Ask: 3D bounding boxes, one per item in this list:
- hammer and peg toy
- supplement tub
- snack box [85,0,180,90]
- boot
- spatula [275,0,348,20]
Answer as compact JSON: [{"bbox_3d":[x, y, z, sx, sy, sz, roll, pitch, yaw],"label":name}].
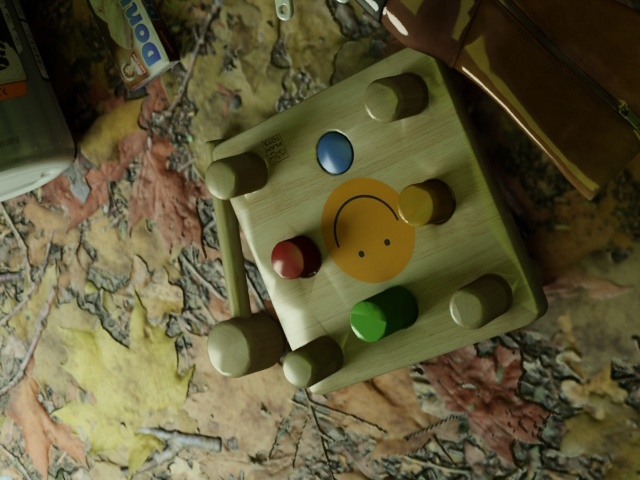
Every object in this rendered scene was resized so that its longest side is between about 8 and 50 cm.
[{"bbox_3d":[0.000,0.000,1.149,0.361,0.127,0.266,-22,89,34],"label":"hammer and peg toy"},{"bbox_3d":[-0.391,-0.193,1.311,0.193,0.193,0.316,-23,89,34],"label":"supplement tub"},{"bbox_3d":[-0.204,-0.244,1.283,0.064,0.022,0.178,-28,86,33],"label":"snack box"},{"bbox_3d":[0.195,-0.214,0.990,0.280,0.096,0.264,39,92,7],"label":"boot"},{"bbox_3d":[0.005,-0.322,1.138,0.168,0.019,0.242,-2,101,27],"label":"spatula"}]
